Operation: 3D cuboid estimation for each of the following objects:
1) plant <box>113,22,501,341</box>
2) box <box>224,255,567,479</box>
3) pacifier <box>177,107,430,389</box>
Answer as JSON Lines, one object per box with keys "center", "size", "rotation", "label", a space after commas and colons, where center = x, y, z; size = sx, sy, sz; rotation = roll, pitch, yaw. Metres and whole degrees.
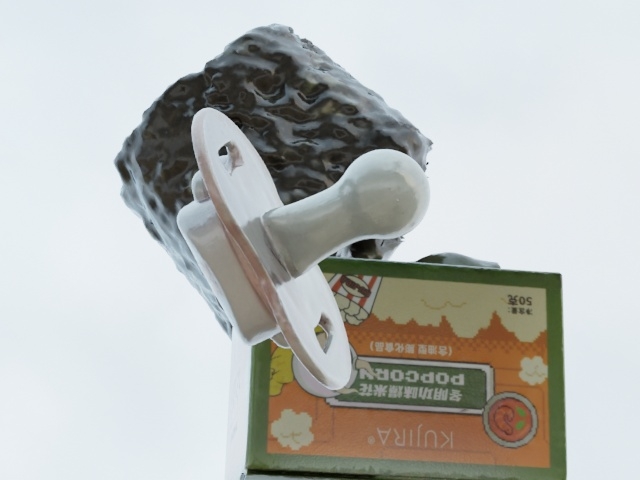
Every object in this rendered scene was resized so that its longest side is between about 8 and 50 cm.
{"center": [0.000, 0.000, 1.131], "size": [0.312, 0.213, 0.215], "rotation": [52, -14, 12], "label": "plant"}
{"center": [0.041, 0.106, 0.914], "size": [0.194, 0.148, 0.177], "rotation": [5, -18, -7], "label": "box"}
{"center": [-0.001, -0.006, 0.452], "size": [0.078, 0.081, 0.099], "rotation": [-27, -81, 15], "label": "pacifier"}
